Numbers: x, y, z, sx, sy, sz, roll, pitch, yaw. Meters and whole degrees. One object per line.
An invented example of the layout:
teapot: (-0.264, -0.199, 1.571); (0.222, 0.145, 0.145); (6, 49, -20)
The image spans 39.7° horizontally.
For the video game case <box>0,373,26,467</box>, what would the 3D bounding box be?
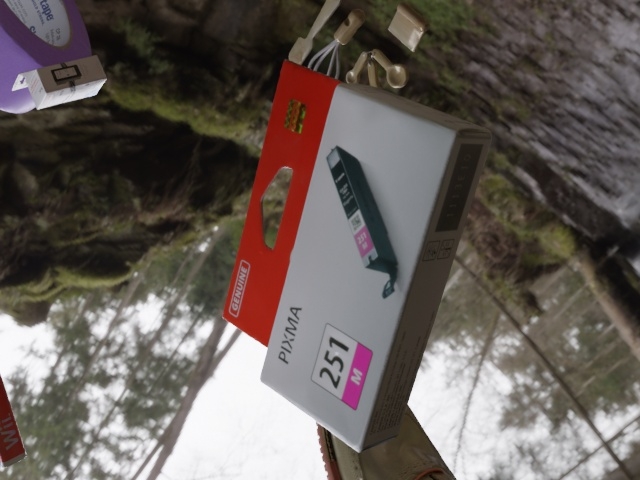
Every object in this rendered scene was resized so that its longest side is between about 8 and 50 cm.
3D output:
video game case: (-0.349, 0.048, 0.775); (0.025, 0.204, 0.285); (-23, -74, -40)

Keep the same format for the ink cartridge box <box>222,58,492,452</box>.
ink cartridge box: (0.000, 0.000, 0.762); (0.239, 0.275, 0.060); (28, -159, 37)

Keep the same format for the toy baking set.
toy baking set: (0.049, -0.316, 1.360); (0.256, 0.197, 0.030); (22, -160, 34)

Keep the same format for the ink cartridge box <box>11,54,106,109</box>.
ink cartridge box: (-0.266, -0.159, 0.904); (0.083, 0.048, 0.028); (-22, -93, -31)

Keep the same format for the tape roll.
tape roll: (-0.393, -0.294, 1.064); (0.275, 0.090, 0.275); (59, -167, -23)

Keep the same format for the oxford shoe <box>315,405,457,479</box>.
oxford shoe: (0.128, 0.284, 0.915); (0.140, 0.146, 0.397); (-16, -112, -39)
